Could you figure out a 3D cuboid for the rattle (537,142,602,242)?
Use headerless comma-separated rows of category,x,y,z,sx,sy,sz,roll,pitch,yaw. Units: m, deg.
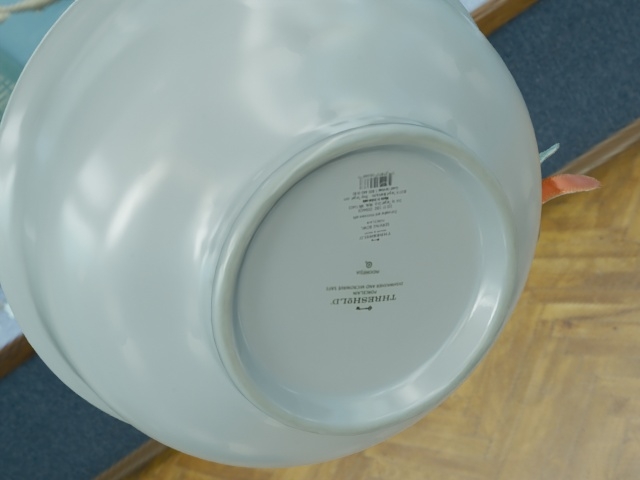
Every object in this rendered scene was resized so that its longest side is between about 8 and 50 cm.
rattle,0.104,-0.017,0.667,0.200,0.143,0.130,-33,43,35

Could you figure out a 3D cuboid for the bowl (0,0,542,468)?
bowl,0.000,0.000,0.406,0.298,0.298,0.134,-42,31,-4
